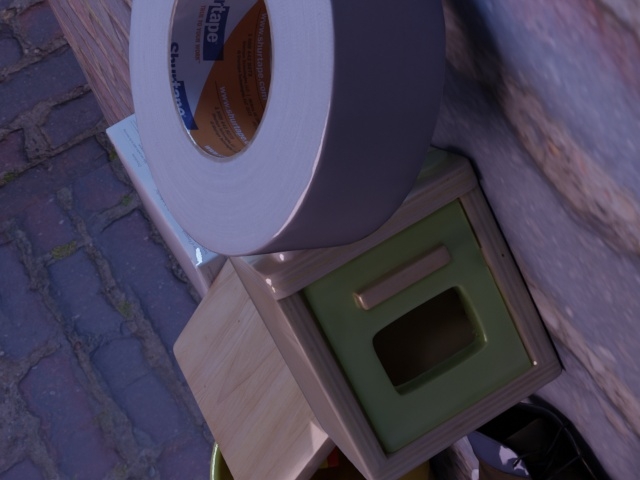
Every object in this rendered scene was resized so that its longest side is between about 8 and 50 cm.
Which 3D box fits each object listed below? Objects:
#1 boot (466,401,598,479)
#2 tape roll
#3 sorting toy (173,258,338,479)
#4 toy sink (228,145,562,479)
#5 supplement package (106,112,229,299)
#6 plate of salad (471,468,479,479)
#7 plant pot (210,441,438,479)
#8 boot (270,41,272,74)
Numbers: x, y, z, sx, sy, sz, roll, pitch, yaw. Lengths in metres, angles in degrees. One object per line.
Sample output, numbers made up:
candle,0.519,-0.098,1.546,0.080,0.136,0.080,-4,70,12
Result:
boot,0.162,0.181,0.825,0.106,0.082,0.219,64,164,-12
tape roll,-0.027,-0.102,0.654,0.219,0.072,0.219,12,104,55
sorting toy,-0.028,0.130,1.294,0.257,0.089,0.255,-55,49,30
toy sink,0.034,0.018,0.785,0.234,0.152,0.131,64,170,-18
supplement package,-0.128,-0.033,1.482,0.262,0.145,0.204,53,169,34
plate of salad,0.198,0.316,1.155,0.200,0.048,0.200,57,171,14
plant pot,0.032,0.297,1.431,0.254,0.254,0.239,51,-178,41
boot,-0.018,-0.135,0.865,0.161,0.083,0.246,50,174,13
